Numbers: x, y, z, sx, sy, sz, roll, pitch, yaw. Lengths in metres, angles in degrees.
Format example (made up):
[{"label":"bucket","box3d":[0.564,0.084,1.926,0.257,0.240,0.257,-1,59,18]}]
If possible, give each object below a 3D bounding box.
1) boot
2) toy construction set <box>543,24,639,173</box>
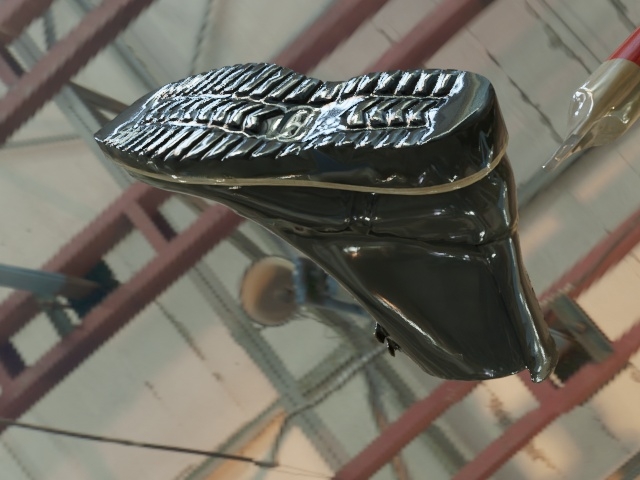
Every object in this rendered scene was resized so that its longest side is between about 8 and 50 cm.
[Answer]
[{"label":"boot","box3d":[0.000,0.000,0.607,0.198,0.137,0.077,9,-136,40]},{"label":"toy construction set","box3d":[0.190,-0.053,0.397,0.309,0.237,0.257,-16,-69,51]}]
